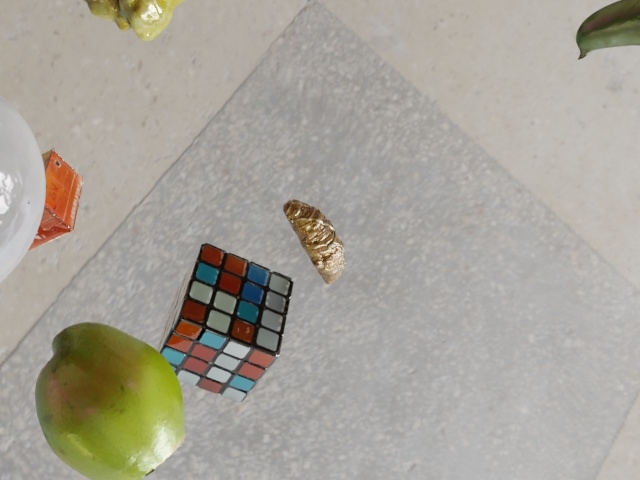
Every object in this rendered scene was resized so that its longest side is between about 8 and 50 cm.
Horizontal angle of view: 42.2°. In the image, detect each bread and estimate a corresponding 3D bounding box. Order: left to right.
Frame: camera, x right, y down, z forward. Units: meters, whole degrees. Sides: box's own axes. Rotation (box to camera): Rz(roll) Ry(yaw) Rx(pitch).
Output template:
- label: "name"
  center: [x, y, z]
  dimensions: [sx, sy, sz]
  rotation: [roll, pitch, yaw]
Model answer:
- label: "bread"
  center: [0.000, 0.000, 1.650]
  dimensions: [0.075, 0.105, 0.233]
  rotation: [-28, 129, 4]

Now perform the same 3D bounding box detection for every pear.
- label: "pear"
  center: [-0.287, 0.213, 1.108]
  dimensions: [0.187, 0.187, 0.220]
  rotation: [-39, 91, -24]

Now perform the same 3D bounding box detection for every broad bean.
- label: "broad bean"
  center: [0.337, -0.190, 0.618]
  dimensions: [0.060, 0.297, 0.043]
  rotation: [67, 28, -12]

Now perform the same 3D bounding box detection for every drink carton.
- label: "drink carton"
  center: [-0.419, -0.025, 1.072]
  dimensions: [0.071, 0.222, 0.096]
  rotation: [52, 24, -42]

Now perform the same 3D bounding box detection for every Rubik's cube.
- label: "Rubik's cube"
  center: [-0.146, 0.125, 1.249]
  dimensions: [0.155, 0.151, 0.154]
  rotation: [23, 45, -12]

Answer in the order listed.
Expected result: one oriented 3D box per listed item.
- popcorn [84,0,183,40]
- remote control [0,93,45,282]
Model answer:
- label: "popcorn"
  center: [-0.196, -0.327, 0.919]
  dimensions: [0.226, 0.200, 0.203]
  rotation: [-1, 106, -54]
- label: "remote control"
  center: [-0.376, -0.033, 0.676]
  dimensions: [0.332, 0.103, 0.221]
  rotation: [-5, 113, -49]
